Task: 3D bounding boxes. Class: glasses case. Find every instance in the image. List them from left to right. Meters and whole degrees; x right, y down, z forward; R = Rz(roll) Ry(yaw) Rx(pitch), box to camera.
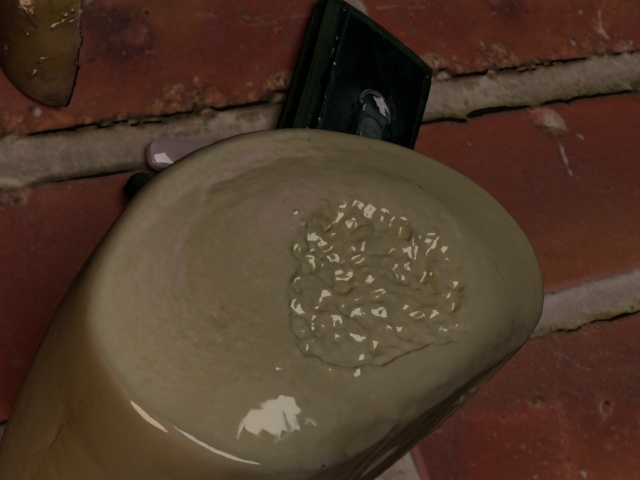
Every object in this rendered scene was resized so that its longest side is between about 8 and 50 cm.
[{"bbox_3d":[-0.131,-0.081,1.785,0.083,0.021,0.032,2,69,-33],"label":"glasses case"}]

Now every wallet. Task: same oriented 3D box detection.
[{"bbox_3d":[0.037,-0.128,1.895,0.160,0.055,0.236,33,57,-27],"label":"wallet"}]

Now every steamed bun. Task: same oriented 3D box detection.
[{"bbox_3d":[-0.069,0.102,1.549,0.456,0.371,0.290,-28,74,-43],"label":"steamed bun"}]

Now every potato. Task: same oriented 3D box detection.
[{"bbox_3d":[-0.275,-0.216,1.699,0.089,0.101,0.172,-3,77,-29],"label":"potato"}]

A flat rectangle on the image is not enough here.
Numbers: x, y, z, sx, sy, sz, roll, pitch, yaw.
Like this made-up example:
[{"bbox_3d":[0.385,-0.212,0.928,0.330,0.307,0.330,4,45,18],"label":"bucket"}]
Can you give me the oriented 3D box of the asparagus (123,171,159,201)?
[{"bbox_3d":[0.000,0.000,1.777,0.382,0.128,0.108,28,52,-21],"label":"asparagus"}]
